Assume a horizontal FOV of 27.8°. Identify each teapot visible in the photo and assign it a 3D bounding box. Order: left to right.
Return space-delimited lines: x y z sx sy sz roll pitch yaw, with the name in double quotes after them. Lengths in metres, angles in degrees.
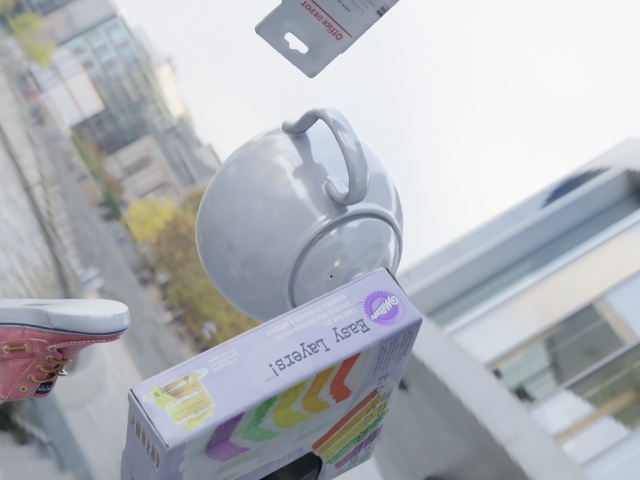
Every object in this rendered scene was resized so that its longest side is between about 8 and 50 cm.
0.000 0.000 1.408 0.256 0.252 0.187 31 10 -46 "teapot"

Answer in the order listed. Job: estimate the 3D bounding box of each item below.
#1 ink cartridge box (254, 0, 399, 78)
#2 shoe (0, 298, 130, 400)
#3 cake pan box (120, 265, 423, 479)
0.019 -0.250 1.215 0.104 0.180 0.060 35 18 -48 "ink cartridge box"
-0.226 0.093 1.091 0.178 0.063 0.081 -1 -84 37 "shoe"
-0.049 0.161 1.102 0.070 0.246 0.267 54 -29 26 "cake pan box"
